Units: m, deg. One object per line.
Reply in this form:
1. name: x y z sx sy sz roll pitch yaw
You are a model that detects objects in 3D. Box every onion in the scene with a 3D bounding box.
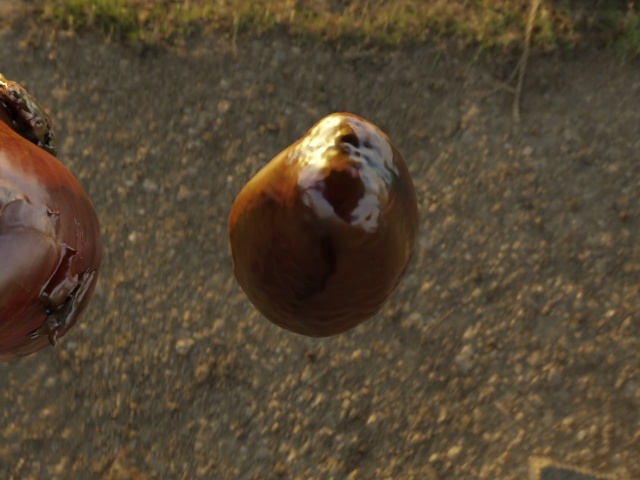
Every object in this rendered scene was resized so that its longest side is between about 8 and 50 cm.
1. onion: -0.394 0.009 1.314 0.354 0.353 0.353 5 61 -10

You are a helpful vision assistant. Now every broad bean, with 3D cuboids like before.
1. broad bean: 0.000 0.000 0.757 0.114 0.165 0.084 36 50 -1
